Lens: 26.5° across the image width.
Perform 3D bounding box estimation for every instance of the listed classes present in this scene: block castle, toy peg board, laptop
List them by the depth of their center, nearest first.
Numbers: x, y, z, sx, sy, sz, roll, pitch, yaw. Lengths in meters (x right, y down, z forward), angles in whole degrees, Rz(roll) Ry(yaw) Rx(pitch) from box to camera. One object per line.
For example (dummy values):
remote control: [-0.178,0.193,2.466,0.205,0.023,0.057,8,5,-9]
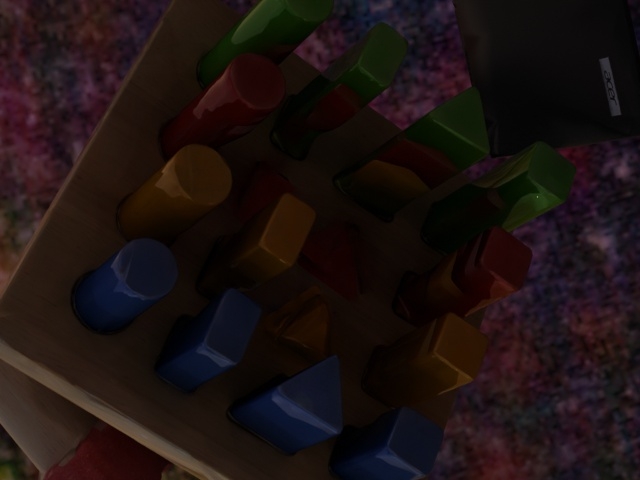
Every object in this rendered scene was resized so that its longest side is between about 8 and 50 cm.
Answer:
toy peg board: [0.000,0.000,0.459,0.161,0.160,0.079,34,147,-15]
laptop: [0.149,-0.179,0.846,0.136,0.264,0.234,-10,95,29]
block castle: [-0.086,0.080,1.097,0.213,0.303,0.453,50,176,0]
